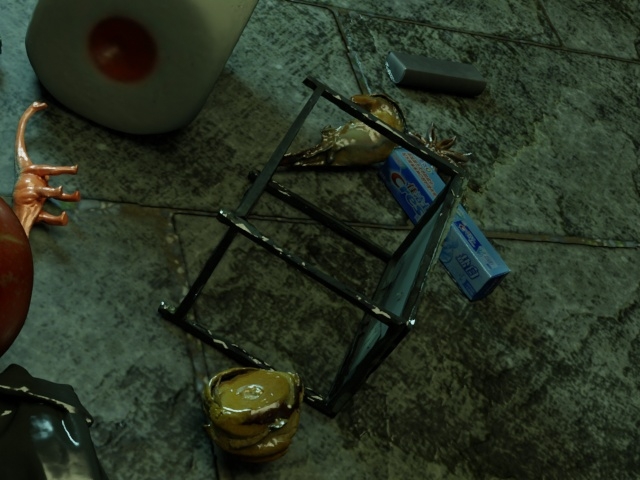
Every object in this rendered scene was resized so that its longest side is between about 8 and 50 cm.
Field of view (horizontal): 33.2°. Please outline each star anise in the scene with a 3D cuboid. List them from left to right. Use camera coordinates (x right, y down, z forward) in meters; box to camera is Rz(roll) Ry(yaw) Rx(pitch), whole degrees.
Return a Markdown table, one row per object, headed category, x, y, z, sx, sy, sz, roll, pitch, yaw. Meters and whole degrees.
| category | x | y | z | sx | sy | sz | roll | pitch | yaw |
| --- | --- | --- | --- | --- | --- | --- | --- | --- | --- |
| star anise | 0.192 | -0.147 | 1.825 | 0.141 | 0.042 | 0.141 | 11 | 46 | -12 |

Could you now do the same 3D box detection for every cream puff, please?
| category | x | y | z | sx | sy | sz | roll | pitch | yaw |
| --- | --- | --- | --- | --- | --- | --- | --- | --- | --- |
| cream puff | -0.079 | 0.209 | 1.301 | 0.119 | 0.104 | 0.133 | 14 | 27 | 27 |

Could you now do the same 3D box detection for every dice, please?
| category | x | y | z | sx | sy | sz | roll | pitch | yaw |
| --- | --- | --- | --- | --- | --- | --- | --- | --- | --- |
| dice | -0.240 | -0.356 | 1.565 | 0.277 | 0.304 | 0.304 | 25 | 43 | -9 |

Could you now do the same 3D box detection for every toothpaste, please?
| category | x | y | z | sx | sy | sz | roll | pitch | yaw |
| --- | --- | --- | --- | --- | --- | --- | --- | --- | --- |
| toothpaste | 0.192 | -0.031 | 1.706 | 0.053 | 0.066 | 0.272 | -15 | 60 | -38 |

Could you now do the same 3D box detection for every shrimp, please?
| category | x | y | z | sx | sy | sz | roll | pitch | yaw |
| --- | --- | --- | --- | --- | --- | --- | --- | --- | --- |
| shrimp | 0.024 | -0.169 | 1.729 | 0.262 | 0.066 | 0.117 | -9 | 73 | -31 |

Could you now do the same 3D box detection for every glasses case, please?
| category | x | y | z | sx | sy | sz | roll | pitch | yaw |
| --- | --- | --- | --- | --- | --- | --- | --- | --- | --- |
| glasses case | 0.214 | -0.308 | 1.987 | 0.191 | 0.042 | 0.072 | 4 | 43 | -28 |

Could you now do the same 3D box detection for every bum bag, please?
| category | x | y | z | sx | sy | sz | roll | pitch | yaw |
| --- | --- | --- | --- | --- | --- | --- | --- | --- | --- |
| bum bag | -0.281 | 0.274 | 1.147 | 0.142 | 0.079 | 0.326 | -11 | 61 | -28 |

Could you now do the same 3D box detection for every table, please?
| category | x | y | z | sx | sy | sz | roll | pitch | yaw |
| --- | --- | --- | --- | --- | --- | --- | --- | --- | --- |
| table | 0.000 | 0.000 | 1.452 | 0.272 | 0.222 | 0.335 | 32 | 42 | -4 |

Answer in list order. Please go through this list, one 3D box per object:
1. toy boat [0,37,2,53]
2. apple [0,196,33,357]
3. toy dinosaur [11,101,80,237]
| category | x | y | z | sx | sy | sz | roll | pitch | yaw |
| --- | --- | --- | --- | --- | --- | --- | --- | --- | --- |
| toy boat | -0.484 | -0.279 | 1.528 | 0.061 | 0.060 | 0.137 | -12 | 53 | -13 |
| apple | -0.440 | 0.050 | 1.146 | 0.260 | 0.216 | 0.260 | 18 | 45 | -19 |
| toy dinosaur | -0.369 | -0.078 | 1.420 | 0.101 | 0.055 | 0.279 | 2 | 50 | 0 |
